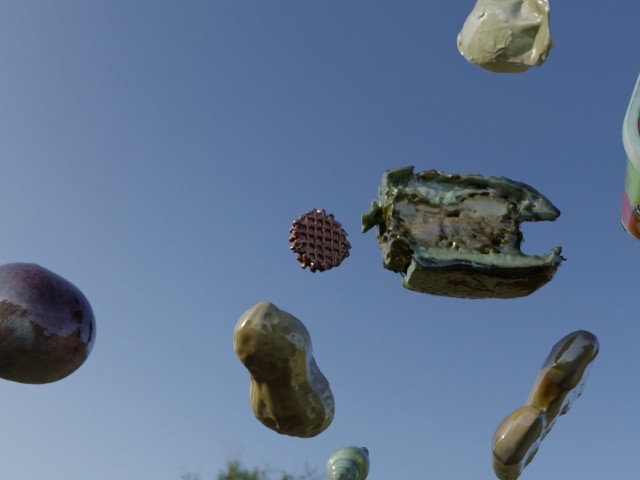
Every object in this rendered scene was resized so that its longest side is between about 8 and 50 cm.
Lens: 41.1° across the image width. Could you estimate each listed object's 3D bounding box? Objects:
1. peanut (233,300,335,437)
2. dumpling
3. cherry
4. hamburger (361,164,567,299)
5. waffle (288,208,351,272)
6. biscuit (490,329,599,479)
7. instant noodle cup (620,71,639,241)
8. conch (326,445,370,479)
[{"bbox_3d":[-0.065,0.232,1.495,0.149,0.149,0.313,2,-52,22],"label":"peanut"},{"bbox_3d":[0.356,-0.417,1.645,0.147,0.193,0.258,3,7,-31],"label":"dumpling"},{"bbox_3d":[-0.351,0.096,1.019,0.176,0.140,0.176,10,-31,6],"label":"cherry"},{"bbox_3d":[0.199,-0.004,1.271,0.288,0.168,0.192,6,-16,-5],"label":"hamburger"},{"bbox_3d":[0.000,0.000,1.014,0.075,0.083,0.029,56,-39,1],"label":"waffle"},{"bbox_3d":[0.345,0.265,1.337,0.062,0.237,0.291,35,-10,23],"label":"biscuit"},{"bbox_3d":[0.577,-0.118,1.265,0.294,0.294,0.308,7,-21,14],"label":"instant noodle cup"},{"bbox_3d":[0.052,0.379,1.389,0.065,0.088,0.180,-20,-7,18],"label":"conch"}]
